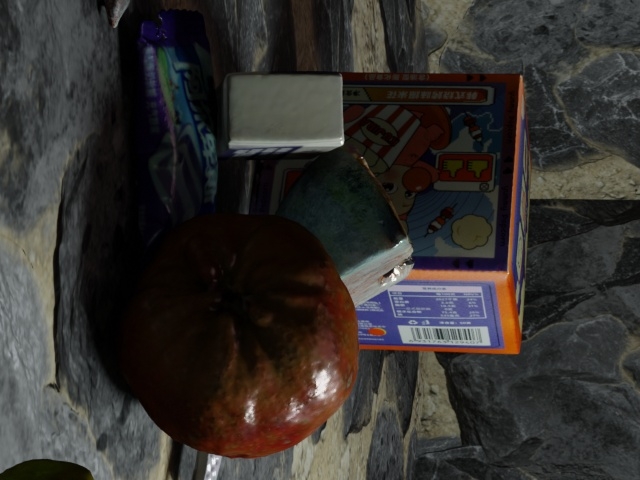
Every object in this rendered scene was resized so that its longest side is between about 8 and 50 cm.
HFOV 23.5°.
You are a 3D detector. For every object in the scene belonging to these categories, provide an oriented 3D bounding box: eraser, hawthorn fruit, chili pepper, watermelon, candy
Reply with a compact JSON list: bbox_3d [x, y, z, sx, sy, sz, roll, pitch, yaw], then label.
[{"bbox_3d":[-0.055,-0.132,1.680,0.279,0.124,0.081,178,-90,-81],"label":"eraser"},{"bbox_3d":[-0.080,0.101,1.520,0.261,0.258,0.258,114,-8,-45],"label":"hawthorn fruit"},{"bbox_3d":[-0.178,-0.265,1.481,0.050,0.041,0.153,55,49,-37],"label":"chili pepper"},{"bbox_3d":[-0.003,-0.006,1.791,0.175,0.188,0.322,61,-5,12],"label":"watermelon"},{"bbox_3d":[-0.150,-0.098,1.572,0.145,0.070,0.275,-26,120,-68],"label":"candy"}]

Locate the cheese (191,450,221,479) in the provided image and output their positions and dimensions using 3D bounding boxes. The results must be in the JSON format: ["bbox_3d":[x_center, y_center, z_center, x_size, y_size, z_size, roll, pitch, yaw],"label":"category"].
[{"bbox_3d":[-0.113,0.182,1.733,0.163,0.082,0.286,70,24,-56],"label":"cheese"}]

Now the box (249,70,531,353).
[{"bbox_3d":[0.106,-0.039,2.112,0.257,0.349,0.318,70,25,-59],"label":"box"}]

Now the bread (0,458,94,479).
[{"bbox_3d":[-0.220,0.335,1.129,0.166,0.112,0.383,-37,129,-49],"label":"bread"}]
